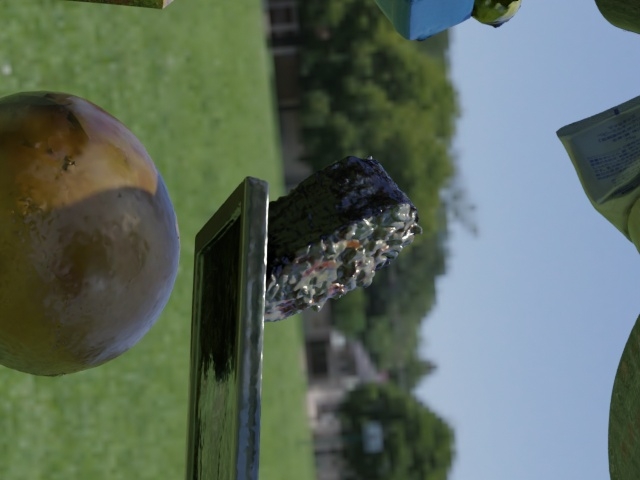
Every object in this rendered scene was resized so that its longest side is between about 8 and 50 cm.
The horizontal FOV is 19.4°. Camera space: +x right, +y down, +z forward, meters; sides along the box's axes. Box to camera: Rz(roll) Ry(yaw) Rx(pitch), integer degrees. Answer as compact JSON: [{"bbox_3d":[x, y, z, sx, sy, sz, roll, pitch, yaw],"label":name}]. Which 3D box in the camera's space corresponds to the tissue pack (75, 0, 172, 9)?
[{"bbox_3d":[-0.146,-0.256,1.319,0.062,0.095,0.176,-69,165,-74],"label":"tissue pack"}]

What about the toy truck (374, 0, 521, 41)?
[{"bbox_3d":[0.211,-0.336,1.736,0.162,0.385,0.161,55,-17,25],"label":"toy truck"}]

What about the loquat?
[{"bbox_3d":[-0.254,-0.001,1.682,0.263,0.263,0.263,-5,90,-89],"label":"loquat"}]

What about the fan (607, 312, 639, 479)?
[{"bbox_3d":[0.257,0.147,1.334,0.294,0.012,0.223,-116,-150,-69],"label":"fan"}]

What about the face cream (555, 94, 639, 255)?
[{"bbox_3d":[0.283,-0.059,1.624,0.224,0.114,0.070,-103,168,-56],"label":"face cream"}]

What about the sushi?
[{"bbox_3d":[0.000,0.000,1.425,0.078,0.150,0.090,55,-13,27],"label":"sushi"}]

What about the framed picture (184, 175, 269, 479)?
[{"bbox_3d":[-0.072,0.133,1.353,0.240,0.020,0.324,145,-52,-75],"label":"framed picture"}]

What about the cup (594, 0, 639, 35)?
[{"bbox_3d":[0.446,-0.277,2.101,0.177,0.239,0.166,35,-81,52],"label":"cup"}]
